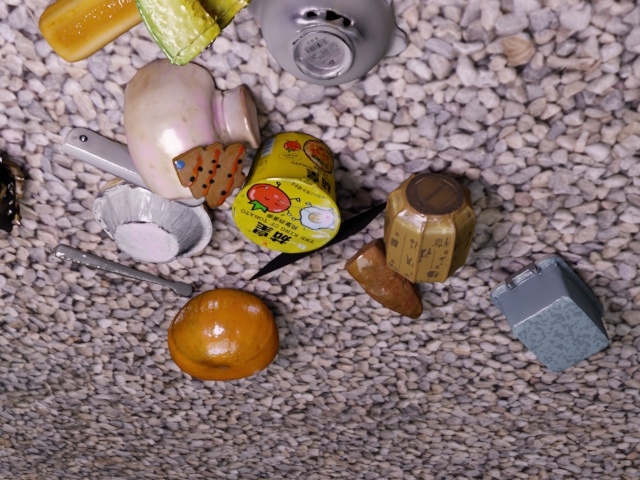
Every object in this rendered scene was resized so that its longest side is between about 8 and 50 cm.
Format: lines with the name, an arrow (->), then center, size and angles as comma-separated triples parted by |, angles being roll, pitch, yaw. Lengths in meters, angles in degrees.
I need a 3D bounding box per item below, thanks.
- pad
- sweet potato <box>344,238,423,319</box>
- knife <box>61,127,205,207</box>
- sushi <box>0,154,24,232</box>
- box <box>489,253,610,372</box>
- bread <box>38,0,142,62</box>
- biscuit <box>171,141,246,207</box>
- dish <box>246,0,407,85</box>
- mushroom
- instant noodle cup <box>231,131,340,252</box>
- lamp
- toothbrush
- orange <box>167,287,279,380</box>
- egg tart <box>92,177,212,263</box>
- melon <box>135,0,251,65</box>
pad -> 0.000, 0.000, 1.642 | 0.267, 0.181, 0.004 | -25, 100, 34
sweet potato -> 0.135, 0.080, 1.778 | 0.097, 0.097, 0.251 | -19, 139, 28
knife -> -0.321, -0.132, 1.600 | 0.265, 0.073, 0.040 | 21, 147, -13
sushi -> -0.650, -0.094, 1.616 | 0.238, 0.218, 0.225 | 33, 103, 9
box -> 0.452, 0.145, 1.768 | 0.162, 0.130, 0.227 | -34, 127, 20
bread -> -0.306, -0.347, 1.334 | 0.239, 0.074, 0.093 | -21, 117, 28
biscuit -> -0.176, -0.107, 1.430 | 0.129, 0.019, 0.120 | 12, 111, -35
dish -> 0.004, -0.305, 1.328 | 0.236, 0.086, 0.228 | -2, 140, 10
mushroom -> -0.230, -0.177, 1.459 | 0.236, 0.162, 0.173 | -11, 139, 18
instant noodle cup -> -0.051, -0.091, 1.550 | 0.182, 0.144, 0.182 | 4, 139, 4
lamp -> 0.189, -0.020, 1.590 | 0.161, 0.161, 0.185 | 4, 140, 4
toothbrush -> -0.409, 0.064, 1.882 | 0.297, 0.030, 0.030 | 19, 149, -15
orange -> -0.203, 0.195, 1.896 | 0.240, 0.171, 0.240 | -3, 151, -2
egg tart -> -0.318, -0.027, 1.709 | 0.234, 0.094, 0.234 | 4, 143, 3
melon -> -0.151, -0.386, 1.223 | 0.265, 0.129, 0.169 | -42, 107, 10
